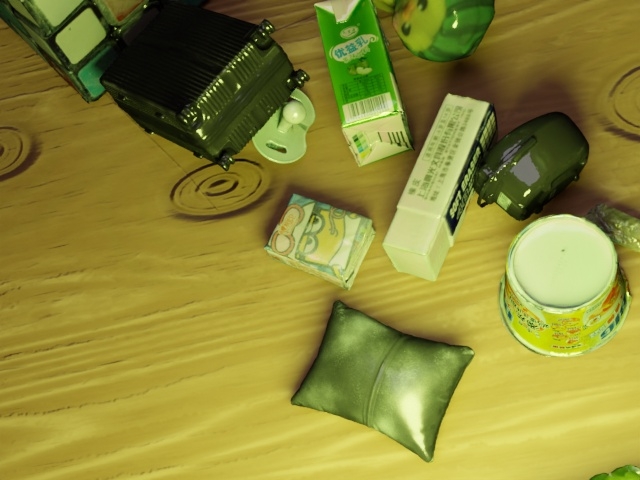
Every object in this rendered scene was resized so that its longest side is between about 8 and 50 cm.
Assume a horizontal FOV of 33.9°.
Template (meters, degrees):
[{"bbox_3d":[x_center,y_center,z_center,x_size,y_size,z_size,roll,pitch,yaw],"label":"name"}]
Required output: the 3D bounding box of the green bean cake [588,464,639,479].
[{"bbox_3d":[0.379,0.426,1.429,0.214,0.113,0.200,-18,60,6],"label":"green bean cake"}]

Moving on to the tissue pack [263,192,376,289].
[{"bbox_3d":[0.000,0.000,1.753,0.155,0.065,0.115,21,72,22],"label":"tissue pack"}]

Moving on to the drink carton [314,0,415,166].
[{"bbox_3d":[0.079,-0.275,1.808,0.108,0.161,0.271,-15,65,7],"label":"drink carton"}]

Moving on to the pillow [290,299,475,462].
[{"bbox_3d":[0.091,0.210,1.610,0.250,0.106,0.186,18,79,24],"label":"pillow"}]

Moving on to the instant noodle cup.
[{"bbox_3d":[0.363,0.057,1.583,0.205,0.153,0.205,-6,63,12],"label":"instant noodle cup"}]

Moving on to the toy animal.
[{"bbox_3d":[0.189,-0.468,1.849,0.191,0.216,0.338,-14,63,-32],"label":"toy animal"}]

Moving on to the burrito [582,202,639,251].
[{"bbox_3d":[0.492,-0.008,1.637,0.171,0.042,0.051,27,103,29],"label":"burrito"}]

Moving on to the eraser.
[{"bbox_3d":[0.200,-0.085,1.704,0.086,0.130,0.287,17,73,23],"label":"eraser"}]

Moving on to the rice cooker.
[{"bbox_3d":[0.336,-0.118,1.676,0.203,0.142,0.118,-37,70,-13],"label":"rice cooker"}]

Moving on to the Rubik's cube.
[{"bbox_3d":[-0.468,-0.541,1.972,0.362,0.359,0.363,37,77,28],"label":"Rubik's cube"}]

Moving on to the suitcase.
[{"bbox_3d":[-0.214,-0.285,1.836,0.229,0.152,0.335,-49,42,-12],"label":"suitcase"}]

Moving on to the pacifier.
[{"bbox_3d":[-0.065,-0.215,1.837,0.127,0.116,0.150,26,69,-10],"label":"pacifier"}]
